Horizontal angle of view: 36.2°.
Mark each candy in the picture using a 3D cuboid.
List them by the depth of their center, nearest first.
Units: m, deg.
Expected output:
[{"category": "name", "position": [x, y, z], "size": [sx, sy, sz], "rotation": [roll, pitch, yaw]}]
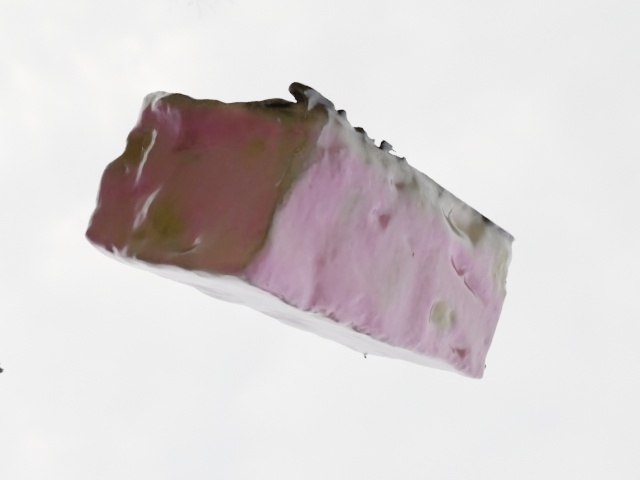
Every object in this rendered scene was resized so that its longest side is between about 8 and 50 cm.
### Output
[{"category": "candy", "position": [0.000, 0.000, 0.635], "size": [0.155, 0.265, 0.116], "rotation": [7, -103, 41]}]

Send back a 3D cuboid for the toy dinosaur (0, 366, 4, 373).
[{"category": "toy dinosaur", "position": [-0.240, 0.015, 0.542], "size": [0.039, 0.209, 0.082], "rotation": [-27, -144, 5]}]
